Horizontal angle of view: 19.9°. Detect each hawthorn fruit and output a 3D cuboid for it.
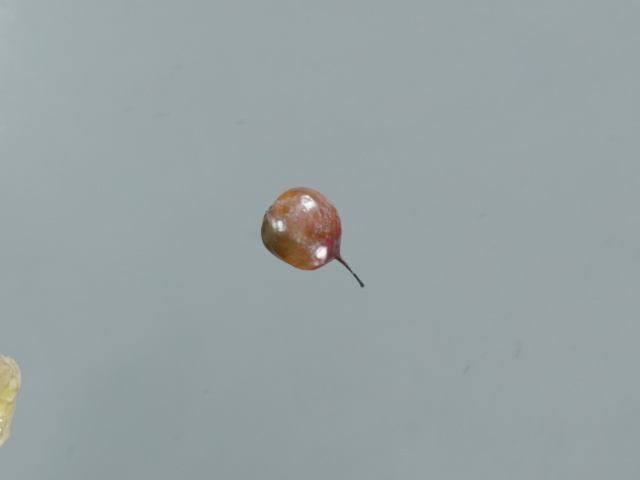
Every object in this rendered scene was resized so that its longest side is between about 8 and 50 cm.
[{"bbox_3d":[0.000,0.000,1.494,0.103,0.067,0.066,33,109,-6],"label":"hawthorn fruit"}]

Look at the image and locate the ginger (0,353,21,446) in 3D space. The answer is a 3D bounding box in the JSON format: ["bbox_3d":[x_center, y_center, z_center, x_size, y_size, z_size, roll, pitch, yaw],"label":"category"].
[{"bbox_3d":[-0.170,0.079,0.673,0.165,0.067,0.096,-43,49,19],"label":"ginger"}]
